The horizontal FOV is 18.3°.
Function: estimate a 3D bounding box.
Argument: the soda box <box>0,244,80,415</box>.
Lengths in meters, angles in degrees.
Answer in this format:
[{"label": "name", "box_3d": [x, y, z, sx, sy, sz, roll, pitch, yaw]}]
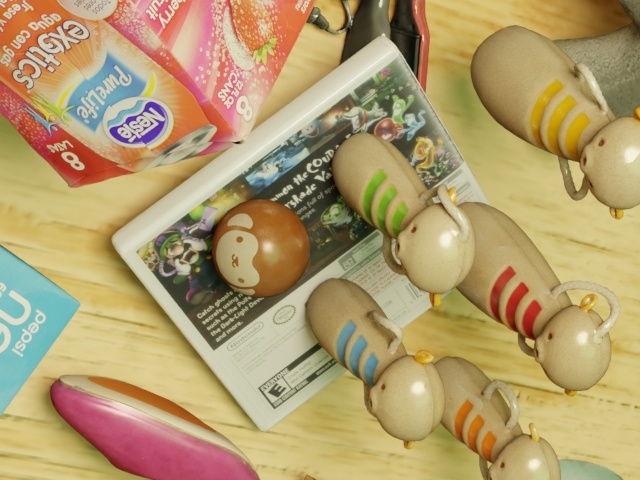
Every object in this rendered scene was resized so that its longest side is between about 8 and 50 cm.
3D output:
[{"label": "soda box", "box_3d": [-0.224, 0.092, 1.051, 0.071, 0.067, 0.210, 39, 83, -32]}]

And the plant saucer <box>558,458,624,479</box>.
[{"label": "plant saucer", "box_3d": [0.156, 0.243, 1.323, 0.195, 0.037, 0.195, -8, 108, -26]}]

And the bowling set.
[{"label": "bowling set", "box_3d": [0.053, 0.037, 1.077, 0.200, 0.154, 0.287, -10, 123, -23]}]

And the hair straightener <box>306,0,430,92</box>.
[{"label": "hair straightener", "box_3d": [0.025, -0.141, 1.133, 0.089, 0.047, 0.230, -2, 110, -28]}]

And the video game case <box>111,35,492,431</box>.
[{"label": "video game case", "box_3d": [0.000, 0.000, 1.141, 0.190, 0.022, 0.173, -37, 130, -3]}]

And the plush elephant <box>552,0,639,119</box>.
[{"label": "plush elephant", "box_3d": [0.260, -0.224, 1.126, 0.255, 0.330, 0.272, -56, 130, -34]}]

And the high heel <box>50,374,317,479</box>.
[{"label": "high heel", "box_3d": [-0.078, 0.165, 1.152, 0.244, 0.082, 0.117, 33, 88, -40]}]

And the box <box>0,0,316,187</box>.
[{"label": "box", "box_3d": [-0.071, -0.164, 0.968, 0.128, 0.123, 0.257, 50, 46, -30]}]
